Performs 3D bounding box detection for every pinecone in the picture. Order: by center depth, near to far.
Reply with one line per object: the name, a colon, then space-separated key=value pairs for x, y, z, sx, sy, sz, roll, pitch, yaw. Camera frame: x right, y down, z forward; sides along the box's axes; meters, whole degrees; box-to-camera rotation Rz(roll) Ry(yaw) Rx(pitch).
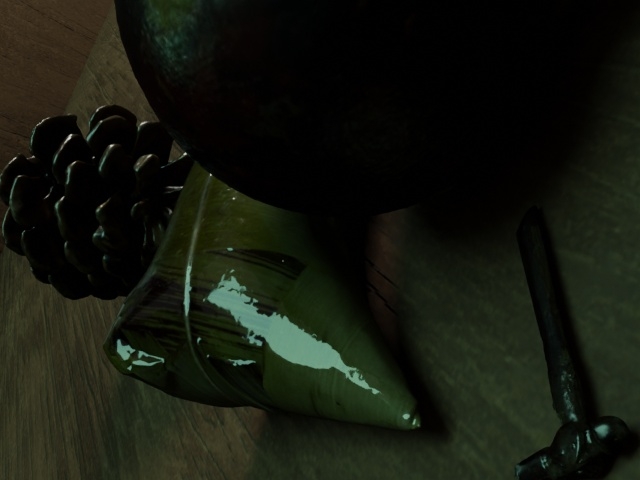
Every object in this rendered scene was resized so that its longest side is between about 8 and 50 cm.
pinecone: x=-0.249 y=-0.049 z=1.087 sx=0.309 sy=0.244 sz=0.244 roll=-12 pitch=57 yaw=46

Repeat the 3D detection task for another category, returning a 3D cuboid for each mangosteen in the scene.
mangosteen: x=0.020 y=-0.164 z=0.574 sx=0.311 sy=0.311 sz=0.311 roll=-46 pitch=31 yaw=39

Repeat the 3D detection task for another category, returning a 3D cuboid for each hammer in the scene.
hammer: x=0.119 y=0.047 z=0.487 sx=0.065 sy=0.021 sz=0.178 roll=-49 pitch=29 yaw=37

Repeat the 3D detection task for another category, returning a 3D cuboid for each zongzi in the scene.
zongzi: x=0.000 y=0.000 z=0.680 sx=0.300 sy=0.145 sz=0.274 roll=-2 pitch=61 yaw=46
